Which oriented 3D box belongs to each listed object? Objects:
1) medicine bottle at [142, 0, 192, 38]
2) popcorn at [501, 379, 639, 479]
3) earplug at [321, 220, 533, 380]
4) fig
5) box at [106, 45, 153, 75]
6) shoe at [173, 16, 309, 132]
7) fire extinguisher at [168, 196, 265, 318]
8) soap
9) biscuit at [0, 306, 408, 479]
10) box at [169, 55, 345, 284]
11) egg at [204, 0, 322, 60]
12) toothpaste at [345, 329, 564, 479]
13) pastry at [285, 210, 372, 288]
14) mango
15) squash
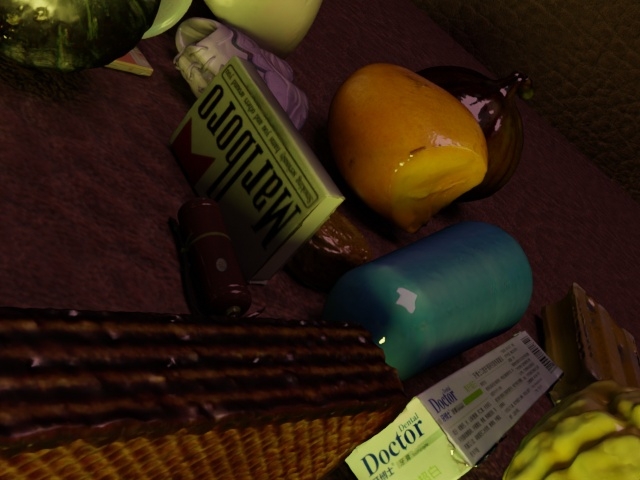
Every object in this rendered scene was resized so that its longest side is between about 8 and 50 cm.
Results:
[{"bbox_3d":[-0.227,-0.330,0.805,0.139,0.139,0.225,14,37,-47],"label":"medicine bottle"},{"bbox_3d":[0.263,0.236,0.546,0.293,0.293,0.237,54,8,21],"label":"popcorn"},{"bbox_3d":[0.099,0.060,0.717,0.132,0.132,0.273,51,30,16],"label":"earplug"},{"bbox_3d":[0.204,-0.171,1.148,0.235,0.214,0.235,12,50,-15],"label":"fig"},{"bbox_3d":[-0.214,-0.192,0.765,0.083,0.012,0.046,0,48,-56],"label":"box"},{"bbox_3d":[-0.096,-0.166,0.817,0.138,0.095,0.245,27,26,-25],"label":"shoe"},{"bbox_3d":[-0.083,0.022,0.598,0.056,0.039,0.132,-9,50,-19],"label":"fire extinguisher"},{"bbox_3d":[0.367,0.168,1.001,0.135,0.076,0.233,40,26,-9],"label":"soap"},{"bbox_3d":[-0.100,0.094,0.379,0.388,0.107,0.073,10,38,-50],"label":"biscuit"},{"bbox_3d":[-0.062,-0.064,0.671,0.036,0.115,0.177,6,45,-51],"label":"box"},{"bbox_3d":[-0.072,-0.348,0.975,0.206,0.162,0.271,55,9,-6],"label":"egg"},{"bbox_3d":[0.136,0.146,0.659,0.067,0.081,0.336,51,23,17],"label":"toothpaste"},{"bbox_3d":[0.000,0.000,0.734,0.109,0.057,0.097,44,23,-2],"label":"pastry"},{"bbox_3d":[0.094,-0.147,0.973,0.257,0.187,0.138,57,-10,42],"label":"mango"},{"bbox_3d":[-0.225,-0.238,0.625,0.193,0.193,0.156,42,-7,-3],"label":"squash"}]
